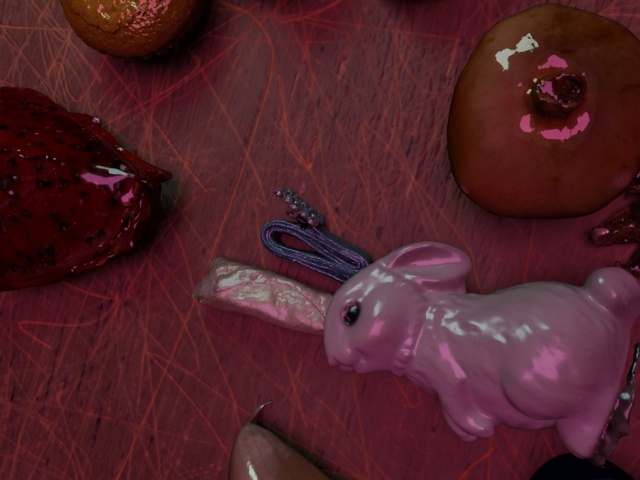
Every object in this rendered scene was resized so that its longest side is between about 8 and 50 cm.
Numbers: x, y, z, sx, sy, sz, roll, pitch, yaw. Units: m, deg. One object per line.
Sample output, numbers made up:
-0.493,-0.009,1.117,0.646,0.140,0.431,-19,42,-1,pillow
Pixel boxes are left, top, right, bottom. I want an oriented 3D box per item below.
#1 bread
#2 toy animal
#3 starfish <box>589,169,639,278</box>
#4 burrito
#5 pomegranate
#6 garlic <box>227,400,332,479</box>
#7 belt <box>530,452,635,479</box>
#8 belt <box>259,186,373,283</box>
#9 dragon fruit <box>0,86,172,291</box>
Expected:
-0.290,-0.395,0.814,0.239,0.139,0.240,-1,85,12,bread
0.188,0.113,0.642,0.357,0.194,0.258,21,89,15,toy animal
0.477,-0.040,0.658,0.238,0.071,0.216,-45,83,15,starfish
-0.060,0.094,0.761,0.275,0.059,0.082,17,74,13,burrito
0.266,-0.147,0.603,0.228,0.270,0.252,20,92,21,pomegranate
-0.044,0.362,0.711,0.245,0.145,0.164,40,62,14,garlic
0.368,0.445,0.606,0.212,0.117,0.347,-23,80,7,belt
0.001,0.000,0.758,0.179,0.065,0.100,24,99,11,belt
-0.406,-0.072,0.841,0.329,0.228,0.286,6,119,-6,dragon fruit
